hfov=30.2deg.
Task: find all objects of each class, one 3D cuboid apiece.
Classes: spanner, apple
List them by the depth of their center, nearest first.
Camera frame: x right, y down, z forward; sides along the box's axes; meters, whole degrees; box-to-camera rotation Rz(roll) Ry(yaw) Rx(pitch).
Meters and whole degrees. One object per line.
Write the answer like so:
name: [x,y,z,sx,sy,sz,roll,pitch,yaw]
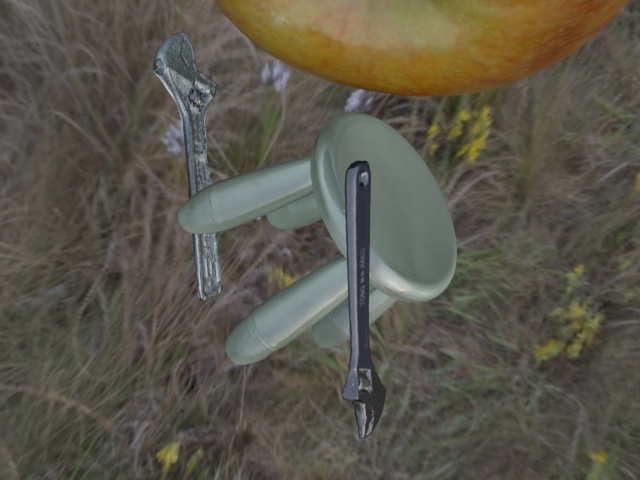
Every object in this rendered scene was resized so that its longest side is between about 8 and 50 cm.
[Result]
spanner: [0.030,0.044,0.837,0.012,0.046,0.209,9,111,31]
apple: [0.060,-0.283,0.838,0.400,0.400,0.333,40,61,-3]
spanner: [-0.149,-0.090,1.414,0.026,0.093,0.326,-12,82,41]

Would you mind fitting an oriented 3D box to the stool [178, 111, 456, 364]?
stool: [0.000,0.000,1.161,0.198,0.195,0.195,-28,76,32]
